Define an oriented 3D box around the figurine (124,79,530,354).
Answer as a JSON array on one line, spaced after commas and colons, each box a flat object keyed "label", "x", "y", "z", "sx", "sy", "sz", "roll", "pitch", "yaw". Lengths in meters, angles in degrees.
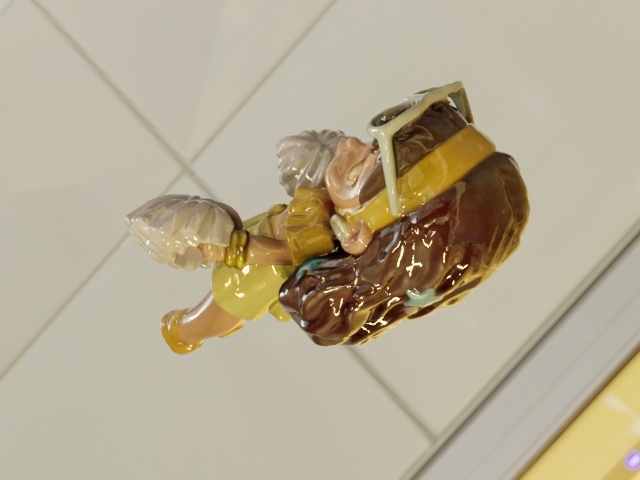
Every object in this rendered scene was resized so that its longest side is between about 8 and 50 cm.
[{"label": "figurine", "x": 0.002, "y": 0.000, "z": 0.748, "sx": 0.175, "sy": 0.240, "sz": 0.115, "roll": -30, "pitch": -79, "yaw": -50}]
